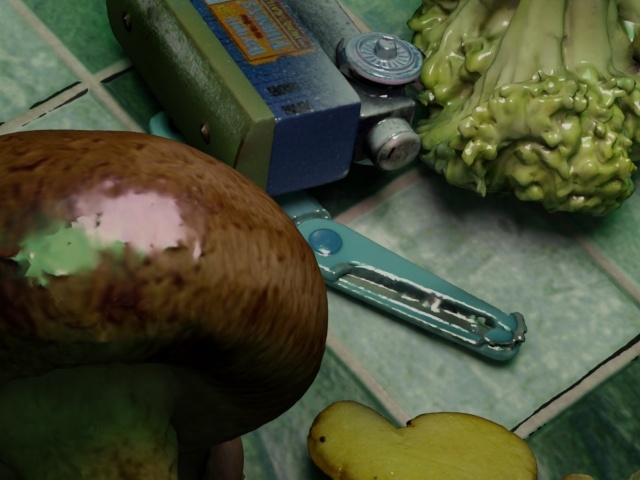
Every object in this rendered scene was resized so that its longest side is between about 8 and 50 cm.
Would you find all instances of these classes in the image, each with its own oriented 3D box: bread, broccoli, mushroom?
[{"bbox_3d":[0.080,0.185,1.503,0.187,0.065,0.149,23,38,25],"label":"bread"},{"bbox_3d":[0.201,-0.195,1.649,0.293,0.281,0.348,36,57,16],"label":"broccoli"},{"bbox_3d":[-0.169,0.114,1.195,0.331,0.334,0.356,3,71,17],"label":"mushroom"}]

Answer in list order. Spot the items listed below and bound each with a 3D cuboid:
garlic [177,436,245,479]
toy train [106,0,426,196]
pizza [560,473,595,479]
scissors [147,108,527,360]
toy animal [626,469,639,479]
[{"bbox_3d":[-0.129,0.173,1.422,0.160,0.191,0.214,-19,69,8],"label":"garlic"},{"bbox_3d":[-0.046,-0.163,1.653,0.202,0.131,0.300,-14,48,-26],"label":"toy train"},{"bbox_3d":[0.155,0.274,1.422,0.058,0.127,0.246,42,48,-6],"label":"pizza"},{"bbox_3d":[0.000,0.000,1.633,0.393,0.032,0.180,27,55,12],"label":"scissors"},{"bbox_3d":[0.344,0.153,1.553,0.101,0.103,0.219,39,54,-5],"label":"toy animal"}]
